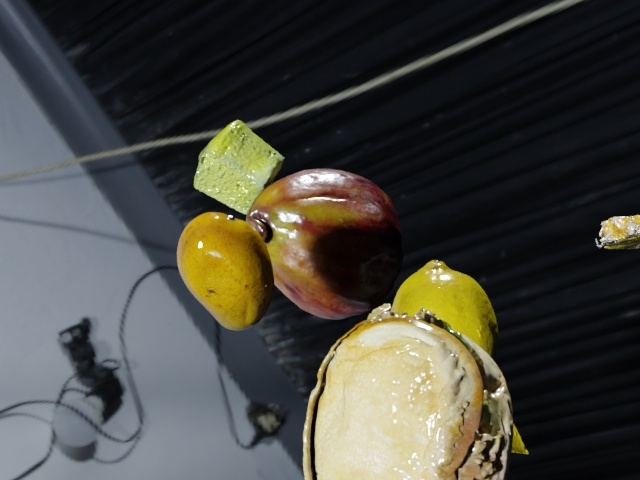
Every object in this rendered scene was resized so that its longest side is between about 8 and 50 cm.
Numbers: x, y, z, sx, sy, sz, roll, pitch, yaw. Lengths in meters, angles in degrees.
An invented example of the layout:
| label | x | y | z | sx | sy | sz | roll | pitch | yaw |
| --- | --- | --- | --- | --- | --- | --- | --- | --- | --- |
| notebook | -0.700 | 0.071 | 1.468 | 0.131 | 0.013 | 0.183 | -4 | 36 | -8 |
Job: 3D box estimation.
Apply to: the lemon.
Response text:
| label | x | y | z | sx | sy | sz | roll | pitch | yaw |
| --- | --- | --- | --- | --- | --- | --- | --- | --- | --- |
| lemon | 0.264 | 0.190 | 2.284 | 0.236 | 0.236 | 0.263 | 35 | 52 | -35 |

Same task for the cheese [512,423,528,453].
| label | x | y | z | sx | sy | sz | roll | pitch | yaw |
| --- | --- | --- | --- | --- | --- | --- | --- | --- | --- |
| cheese | 0.276 | 0.315 | 1.814 | 0.171 | 0.093 | 0.126 | 41 | 60 | -33 |

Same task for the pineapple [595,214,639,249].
| label | x | y | z | sx | sy | sz | roll | pitch | yaw |
| --- | --- | --- | --- | --- | --- | --- | --- | --- | --- |
| pineapple | 0.556 | -0.020 | 1.760 | 0.221 | 0.221 | 0.047 | 3 | 80 | -49 |

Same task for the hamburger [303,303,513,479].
| label | x | y | z | sx | sy | sz | roll | pitch | yaw |
| --- | --- | --- | --- | --- | --- | --- | --- | --- | --- |
| hamburger | 0.090 | 0.200 | 1.186 | 0.146 | 0.243 | 0.286 | 25 | 30 | -50 |

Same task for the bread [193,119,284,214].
| label | x | y | z | sx | sy | sz | roll | pitch | yaw |
| --- | --- | --- | --- | --- | --- | --- | --- | --- | --- |
| bread | -0.127 | -0.118 | 1.675 | 0.114 | 0.129 | 0.111 | 36 | 54 | 1 |

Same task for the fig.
| label | x | y | z | sx | sy | sz | roll | pitch | yaw |
| --- | --- | --- | --- | --- | --- | --- | --- | --- | --- |
| fig | 0.008 | 0.000 | 1.647 | 0.263 | 0.224 | 0.224 | 44 | 44 | -20 |

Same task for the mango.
| label | x | y | z | sx | sy | sz | roll | pitch | yaw |
| --- | --- | --- | --- | --- | --- | --- | --- | --- | --- |
| mango | -0.114 | 0.039 | 1.351 | 0.165 | 0.115 | 0.089 | 54 | 12 | -20 |
